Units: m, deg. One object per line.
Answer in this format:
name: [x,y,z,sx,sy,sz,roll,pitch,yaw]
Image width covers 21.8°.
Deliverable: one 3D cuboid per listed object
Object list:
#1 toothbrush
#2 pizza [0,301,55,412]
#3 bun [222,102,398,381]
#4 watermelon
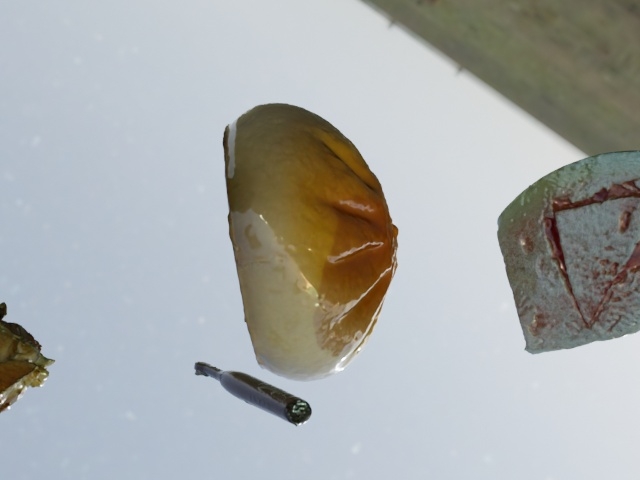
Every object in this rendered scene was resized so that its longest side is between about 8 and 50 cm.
toothbrush: [-0.105,0.206,2.321,0.041,0.041,0.364,32,172,-26]
pizza: [-0.453,0.176,2.141,0.081,0.229,0.289,82,180,-50]
bun: [0.000,0.000,1.737,0.165,0.299,0.299,-7,-173,4]
watermelon: [0.336,0.035,1.883,0.261,0.213,0.201,41,-139,-51]
